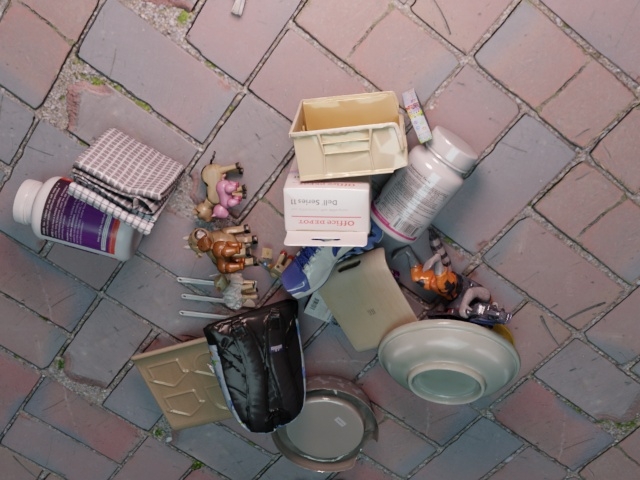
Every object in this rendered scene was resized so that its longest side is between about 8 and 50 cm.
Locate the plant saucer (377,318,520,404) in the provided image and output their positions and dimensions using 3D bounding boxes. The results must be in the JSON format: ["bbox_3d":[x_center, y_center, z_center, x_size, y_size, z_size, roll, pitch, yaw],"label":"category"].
[{"bbox_3d":[0.355,0.370,1.852,0.401,0.100,0.400,8,140,7],"label":"plant saucer"}]

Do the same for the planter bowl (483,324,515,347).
[{"bbox_3d":[0.477,0.345,1.963,0.217,0.090,0.217,2,117,4],"label":"planter bowl"}]

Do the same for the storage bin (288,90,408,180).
[{"bbox_3d":[0.075,-0.259,1.593,0.260,0.262,0.123,-5,117,7],"label":"storage bin"}]

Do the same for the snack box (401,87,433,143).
[{"bbox_3d":[0.238,-0.309,1.621,0.037,0.141,0.100,-23,112,15],"label":"snack box"}]

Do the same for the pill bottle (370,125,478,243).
[{"bbox_3d":[0.264,-0.143,1.693,0.160,0.160,0.283,32,115,-11],"label":"pill bottle"}]

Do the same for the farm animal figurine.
[{"bbox_3d":[-0.276,-0.018,1.776,0.172,0.330,0.326,-7,144,5],"label":"farm animal figurine"}]

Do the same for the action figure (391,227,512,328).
[{"bbox_3d":[0.392,0.130,1.794,0.330,0.341,0.178,39,70,-22],"label":"action figure"}]

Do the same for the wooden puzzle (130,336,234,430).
[{"bbox_3d":[-0.386,0.444,2.097,0.322,0.080,0.347,-16,119,13],"label":"wooden puzzle"}]

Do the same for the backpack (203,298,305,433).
[{"bbox_3d":[-0.174,0.380,1.925,0.290,0.273,0.355,-17,87,-21],"label":"backpack"}]

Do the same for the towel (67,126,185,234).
[{"bbox_3d":[-0.486,-0.166,1.676,0.235,0.283,0.121,29,114,-11],"label":"towel"}]

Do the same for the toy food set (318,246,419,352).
[{"bbox_3d":[0.150,0.176,1.870,0.220,0.092,0.306,-21,115,25],"label":"toy food set"}]

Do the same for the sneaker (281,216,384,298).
[{"bbox_3d":[0.001,-0.001,1.765,0.315,0.127,0.182,-38,137,9],"label":"sneaker"}]

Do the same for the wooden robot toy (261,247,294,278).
[{"bbox_3d":[-0.112,0.084,1.908,0.173,0.076,0.079,35,149,-13],"label":"wooden robot toy"}]

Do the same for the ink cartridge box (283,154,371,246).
[{"bbox_3d":[0.022,-0.113,1.620,0.207,0.353,0.119,1,117,4],"label":"ink cartridge box"}]

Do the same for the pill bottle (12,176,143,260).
[{"bbox_3d":[-0.652,-0.066,1.797,0.323,0.181,0.181,16,117,-3],"label":"pill bottle"}]

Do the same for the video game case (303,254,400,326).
[{"bbox_3d":[0.089,0.153,1.923,0.210,0.042,0.232,21,117,-7],"label":"video game case"}]

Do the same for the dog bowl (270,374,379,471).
[{"bbox_3d":[0.016,0.582,2.115,0.349,0.102,0.348,2,117,3],"label":"dog bowl"}]

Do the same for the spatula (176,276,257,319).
[{"bbox_3d":[-0.313,0.184,1.987,0.242,0.019,0.168,5,118,2],"label":"spatula"}]

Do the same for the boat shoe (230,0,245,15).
[{"bbox_3d":[-0.193,-0.591,1.576,0.035,0.035,0.100,17,124,-7],"label":"boat shoe"}]
